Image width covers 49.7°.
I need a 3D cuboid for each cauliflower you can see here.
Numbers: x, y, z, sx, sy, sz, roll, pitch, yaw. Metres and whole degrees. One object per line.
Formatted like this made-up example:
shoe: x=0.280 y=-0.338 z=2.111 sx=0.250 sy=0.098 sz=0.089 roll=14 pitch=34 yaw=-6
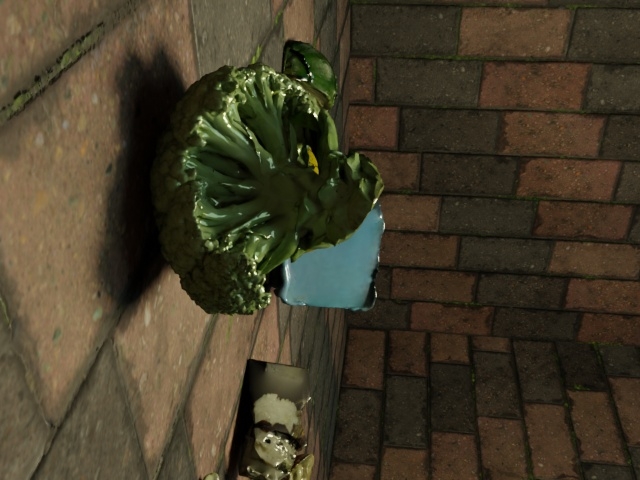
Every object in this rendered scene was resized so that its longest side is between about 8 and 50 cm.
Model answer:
cauliflower: x=-0.054 y=-0.059 z=0.775 sx=0.272 sy=0.250 sz=0.275 roll=-31 pitch=129 yaw=-80

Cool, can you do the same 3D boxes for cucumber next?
cucumber: x=-0.018 y=-0.396 z=1.640 sx=0.325 sy=0.105 sz=0.145 roll=-9 pitch=103 yaw=-81

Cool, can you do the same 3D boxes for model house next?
model house: x=0.000 y=0.000 z=1.493 sx=0.303 sy=0.215 sz=0.237 roll=-130 pitch=-136 yaw=-77

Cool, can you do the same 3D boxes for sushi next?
sushi: x=-0.096 y=0.363 z=1.278 sx=0.109 sy=0.134 sz=0.273 roll=-51 pitch=-149 yaw=40

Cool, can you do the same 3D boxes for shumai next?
shumai: x=-0.072 y=0.562 z=1.541 sx=0.209 sy=0.161 sz=0.153 roll=-16 pitch=88 yaw=-60

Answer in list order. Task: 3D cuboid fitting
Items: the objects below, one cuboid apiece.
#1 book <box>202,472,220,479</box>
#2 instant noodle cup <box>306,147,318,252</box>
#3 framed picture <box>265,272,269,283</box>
book: x=-0.163 y=0.537 z=1.060 sx=0.352 sy=0.035 sz=0.239 roll=86 pitch=9 yaw=-49
instant noodle cup: x=-0.055 y=-0.088 z=1.157 sx=0.182 sy=0.182 sz=0.144 roll=87 pitch=0 yaw=-46
framed picture: x=-0.109 y=-0.033 z=1.355 sx=0.150 sy=0.015 sz=0.203 roll=77 pitch=17 yaw=-67
